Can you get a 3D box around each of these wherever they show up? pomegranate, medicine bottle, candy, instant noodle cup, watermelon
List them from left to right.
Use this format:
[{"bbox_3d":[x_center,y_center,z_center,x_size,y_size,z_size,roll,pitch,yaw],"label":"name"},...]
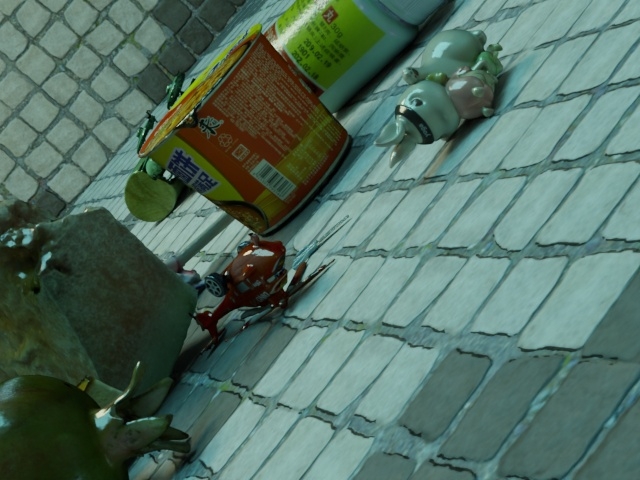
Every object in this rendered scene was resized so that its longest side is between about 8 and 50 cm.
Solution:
[{"bbox_3d":[-0.279,0.064,1.556,0.264,0.302,0.151,2,31,40],"label":"watermelon"},{"bbox_3d":[-0.230,0.196,1.308,0.224,0.181,0.181,-30,16,6],"label":"pomegranate"},{"bbox_3d":[-0.188,0.039,1.751,0.365,0.124,0.124,-42,12,-14],"label":"candy"},{"bbox_3d":[-0.080,-0.119,1.675,0.213,0.174,0.213,-45,13,13],"label":"instant noodle cup"},{"bbox_3d":[0.041,-0.274,1.801,0.225,0.139,0.139,-41,15,25],"label":"medicine bottle"}]

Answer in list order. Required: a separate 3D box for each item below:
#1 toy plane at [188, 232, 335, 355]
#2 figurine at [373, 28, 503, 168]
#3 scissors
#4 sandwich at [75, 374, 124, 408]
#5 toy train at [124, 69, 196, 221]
[{"bbox_3d":[-0.074,0.048,1.431,0.126,0.077,0.194,-43,2,-18],"label":"toy plane"},{"bbox_3d":[0.112,-0.136,1.332,0.098,0.081,0.146,-32,21,48],"label":"figurine"},{"bbox_3d":[0.000,0.000,1.456,0.083,0.006,0.036,-42,15,27],"label":"scissors"},{"bbox_3d":[-0.271,0.223,1.483,0.193,0.058,0.162,-63,16,-3],"label":"sandwich"},{"bbox_3d":[-0.227,-0.152,2.392,0.307,0.126,0.190,-70,-6,-56],"label":"toy train"}]
